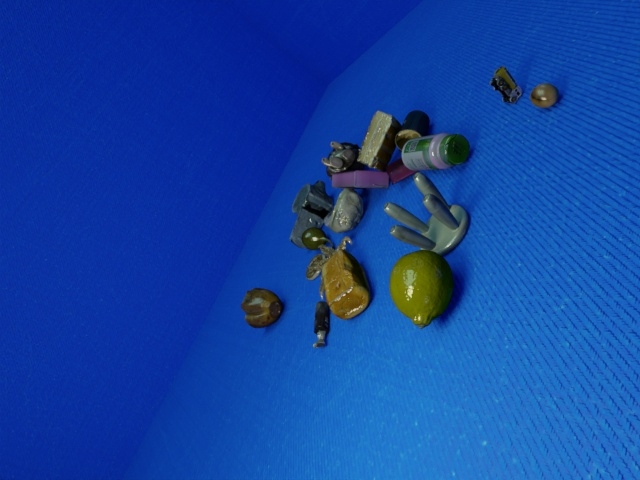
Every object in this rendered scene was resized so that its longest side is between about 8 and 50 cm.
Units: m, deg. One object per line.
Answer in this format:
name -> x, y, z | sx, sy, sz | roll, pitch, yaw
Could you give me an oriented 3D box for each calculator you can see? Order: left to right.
calculator -> 0.348, -0.313, 1.787 | 0.126, 0.034, 0.191 | -29, 29, 15

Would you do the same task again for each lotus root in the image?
lotus root -> -0.288, 0.356, 2.119 | 0.179, 0.188, 0.199 | 1, 58, 49

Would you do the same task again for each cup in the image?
cup -> 0.406, -0.473, 1.829 | 0.155, 0.131, 0.176 | -65, 3, -29

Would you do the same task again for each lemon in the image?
lemon -> 0.286, 0.131, 1.175 | 0.184, 0.184, 0.249 | -38, 28, 40

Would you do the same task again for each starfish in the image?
starfish -> 0.039, 0.110, 1.895 | 0.302, 0.060, 0.299 | 22, 87, 62

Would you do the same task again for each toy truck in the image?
toy truck -> 0.631, -0.526, 1.396 | 0.063, 0.123, 0.052 | -48, 23, 7

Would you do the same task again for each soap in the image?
soap -> 0.184, -0.283, 1.943 | 0.259, 0.180, 0.081 | -166, 76, -69

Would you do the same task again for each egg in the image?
egg -> 0.679, -0.436, 1.243 | 0.071, 0.071, 0.083 | -50, 41, 20

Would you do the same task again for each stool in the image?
stool -> 0.335, -0.074, 1.320 | 0.195, 0.198, 0.195 | -47, 22, 27

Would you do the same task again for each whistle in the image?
whistle -> -0.052, -0.150, 2.303 | 0.188, 0.168, 0.405 | -39, 33, 41

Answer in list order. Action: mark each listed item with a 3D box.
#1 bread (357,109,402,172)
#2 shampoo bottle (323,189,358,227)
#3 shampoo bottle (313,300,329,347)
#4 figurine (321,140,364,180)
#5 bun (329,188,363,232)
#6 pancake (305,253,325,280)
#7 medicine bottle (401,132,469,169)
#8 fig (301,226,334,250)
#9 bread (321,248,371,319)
bread -> 0.264, -0.432, 1.831 | 0.240, 0.110, 0.246 | -69, -19, 9
shampoo bottle -> 0.106, -0.164, 2.124 | 0.227, 0.055, 0.086 | -46, 23, 28
shampoo bottle -> 0.002, 0.340, 1.665 | 0.063, 0.057, 0.208 | -44, 25, 31
figurine -> 0.126, -0.414, 2.152 | 0.248, 0.203, 0.380 | -57, -3, 8
bun -> 0.125, -0.125, 1.924 | 0.220, 0.134, 0.221 | -162, 90, -88
pancake -> -0.026, 0.130, 2.053 | 0.152, 0.025, 0.152 | -47, 25, 30
medicine bottle -> 0.431, -0.333, 1.551 | 0.134, 0.133, 0.274 | -60, 21, -5
fig -> 0.000, 0.000, 2.082 | 0.236, 0.124, 0.124 | 15, 74, 53
bread -> 0.092, 0.170, 1.601 | 0.167, 0.132, 0.294 | -50, 22, 18
